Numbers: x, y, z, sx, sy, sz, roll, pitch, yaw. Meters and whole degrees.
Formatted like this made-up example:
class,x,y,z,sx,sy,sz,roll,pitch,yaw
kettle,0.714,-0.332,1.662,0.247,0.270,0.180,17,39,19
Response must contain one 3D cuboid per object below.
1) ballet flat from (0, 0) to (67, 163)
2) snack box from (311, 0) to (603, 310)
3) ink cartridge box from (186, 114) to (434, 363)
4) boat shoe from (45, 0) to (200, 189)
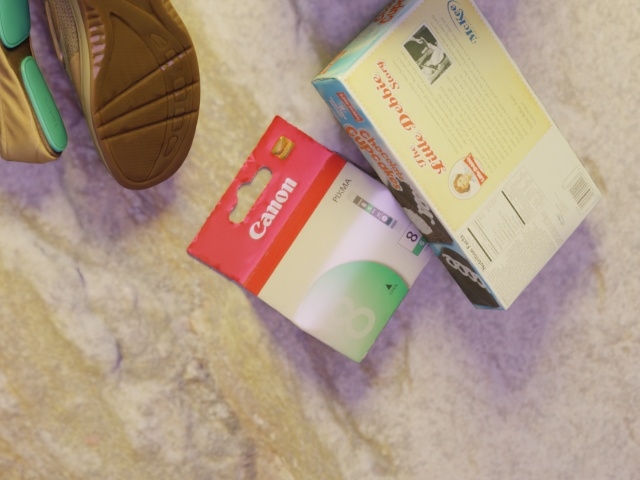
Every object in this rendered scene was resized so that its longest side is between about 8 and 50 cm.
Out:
class,x,y,z,sx,sy,sz,roll,pitch,yaw
ballet flat,-0.313,-0.181,1.515,0.073,0.080,0.232,-9,106,17
snack box,0.151,-0.104,1.649,0.187,0.060,0.322,-46,113,-23
ink cartridge box,0.000,0.000,1.665,0.225,0.056,0.181,33,93,-23
boat shoe,-0.203,-0.212,1.520,0.122,0.110,0.341,-24,125,-24
